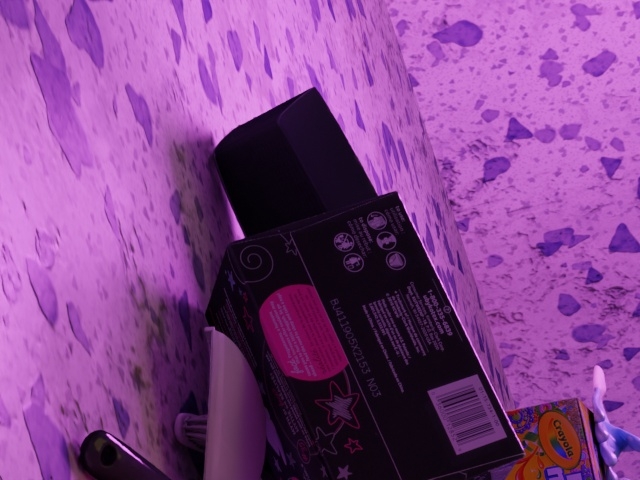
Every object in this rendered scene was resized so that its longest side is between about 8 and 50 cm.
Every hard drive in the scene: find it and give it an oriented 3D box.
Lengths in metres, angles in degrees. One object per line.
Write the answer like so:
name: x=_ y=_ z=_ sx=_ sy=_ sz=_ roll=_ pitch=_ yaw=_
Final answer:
hard drive: x=0.000 y=0.000 z=1.771 sx=0.172 sy=0.054 sz=0.255 roll=-21 pitch=-82 yaw=57

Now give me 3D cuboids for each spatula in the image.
spatula: x=-0.095 y=0.195 z=1.362 sx=0.084 sy=0.030 sz=0.296 roll=-67 pitch=152 yaw=-19

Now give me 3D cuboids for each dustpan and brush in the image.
dustpan and brush: x=-0.075 y=0.159 z=1.535 sx=0.211 sy=0.060 sz=0.147 roll=37 pitch=53 yaw=-65

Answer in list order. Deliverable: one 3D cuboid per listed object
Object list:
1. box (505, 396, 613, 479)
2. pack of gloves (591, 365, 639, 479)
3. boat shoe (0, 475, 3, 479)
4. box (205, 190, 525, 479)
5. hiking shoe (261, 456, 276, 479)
box: x=0.158 y=0.283 z=1.977 sx=0.290 sy=0.279 sz=0.177 roll=39 pitch=40 yaw=-74
pack of gloves: x=0.320 y=0.241 z=1.990 sx=0.232 sy=0.046 sz=0.195 roll=-45 pitch=121 yaw=-78
boat shoe: x=-0.193 y=0.104 z=0.919 sx=0.070 sy=0.077 sz=0.219 roll=29 pitch=-33 yaw=55
box: x=0.031 y=0.113 z=1.575 sx=0.247 sy=0.163 sz=0.142 roll=65 pitch=-22 yaw=19
hiking shoe: x=-0.035 y=0.113 z=1.685 sx=0.114 sy=0.086 sz=0.227 roll=-19 pitch=97 yaw=-83
